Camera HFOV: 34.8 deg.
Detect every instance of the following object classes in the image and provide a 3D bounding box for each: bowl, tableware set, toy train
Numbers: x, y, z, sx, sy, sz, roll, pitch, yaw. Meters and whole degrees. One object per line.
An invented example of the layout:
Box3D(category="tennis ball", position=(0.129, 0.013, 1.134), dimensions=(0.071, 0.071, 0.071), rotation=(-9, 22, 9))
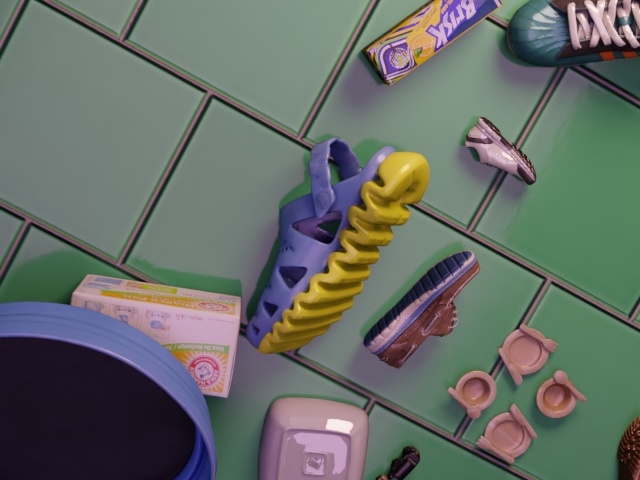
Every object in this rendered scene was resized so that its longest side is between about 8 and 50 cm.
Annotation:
Box3D(category="bowl", position=(-0.314, 0.231, 1.211), dimensions=(0.390, 0.077, 0.391), rotation=(1, 127, 2))
Box3D(category="tableware set", position=(0.259, 0.203, 1.349), dimensions=(0.168, 0.020, 0.141), rotation=(-41, 99, 4))
Box3D(category="bowl", position=(-0.009, 0.281, 1.329), dimensions=(0.142, 0.053, 0.142), rotation=(7, 98, -3))
Box3D(category="toy train", position=(0.075, 0.336, 1.350), dimensions=(0.027, 0.036, 0.158), rotation=(41, 95, -9))

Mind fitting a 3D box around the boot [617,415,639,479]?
Box3D(category="boot", position=(0.441, 0.306, 1.361), dimensions=(0.084, 0.059, 0.158), rotation=(3, 107, -7))

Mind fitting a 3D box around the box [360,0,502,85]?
Box3D(category="box", position=(0.135, -0.259, 1.247), dimensions=(0.169, 0.059, 0.054), rotation=(-36, 102, 3))

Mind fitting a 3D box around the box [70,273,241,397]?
Box3D(category="box", position=(-0.203, 0.116, 1.260), dimensions=(0.203, 0.114, 0.103), rotation=(9, 99, -6))

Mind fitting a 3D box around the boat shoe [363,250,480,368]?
Box3D(category="boat shoe", position=(0.140, 0.089, 1.306), dimensions=(0.183, 0.066, 0.066), rotation=(-43, 104, 14))

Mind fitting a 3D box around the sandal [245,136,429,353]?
Box3D(category="sandal", position=(0.000, 0.000, 1.265), dimensions=(0.138, 0.126, 0.317), rotation=(39, 101, 23))

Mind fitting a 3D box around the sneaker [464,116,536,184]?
Box3D(category="sneaker", position=(0.228, -0.107, 1.293), dimensions=(0.109, 0.040, 0.044), rotation=(43, 111, -5))

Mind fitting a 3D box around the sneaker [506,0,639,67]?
Box3D(category="sneaker", position=(0.380, -0.272, 1.228), dimensions=(0.302, 0.121, 0.108), rotation=(-10, 99, -2))
